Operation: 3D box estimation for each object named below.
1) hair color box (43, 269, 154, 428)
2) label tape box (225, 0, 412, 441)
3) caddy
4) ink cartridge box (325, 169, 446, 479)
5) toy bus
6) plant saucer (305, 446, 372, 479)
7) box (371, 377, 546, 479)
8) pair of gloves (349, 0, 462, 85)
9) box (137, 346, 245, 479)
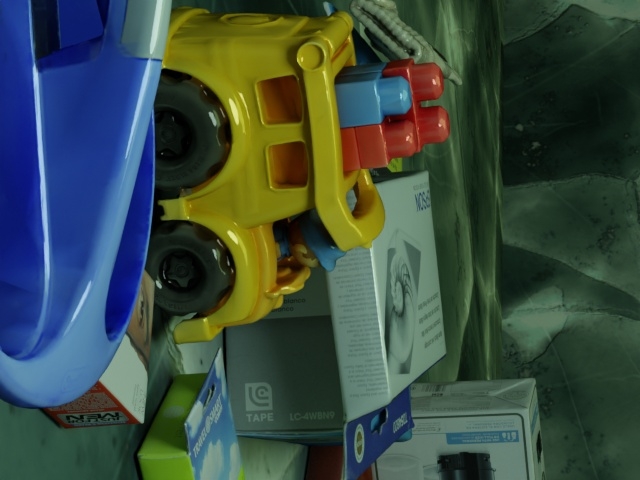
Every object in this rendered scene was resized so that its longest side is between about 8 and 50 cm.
[{"bbox_3d":[-0.141,0.031,0.855,0.167,0.053,0.093,65,24,-62],"label":"hair color box"},{"bbox_3d":[0.000,0.000,1.371,0.249,0.115,0.348,32,54,-73],"label":"label tape box"},{"bbox_3d":[-0.142,-0.106,0.597,0.241,0.179,0.341,-8,94,-78],"label":"caddy"},{"bbox_3d":[0.056,0.061,1.253,0.223,0.045,0.224,-22,107,-73],"label":"ink cartridge box"},{"bbox_3d":[-0.017,-0.050,1.077,0.149,0.211,0.220,-63,149,-69],"label":"toy bus"},{"bbox_3d":[0.030,0.271,1.579,0.259,0.047,0.258,-80,162,-45],"label":"plant saucer"},{"bbox_3d":[0.148,0.292,1.611,0.087,0.169,0.290,-56,141,-70],"label":"box"},{"bbox_3d":[0.021,-0.220,1.367,0.240,0.042,0.204,43,4,14],"label":"pair of gloves"},{"bbox_3d":[-0.083,0.177,1.100,0.109,0.042,0.178,-70,153,-63],"label":"box"}]
